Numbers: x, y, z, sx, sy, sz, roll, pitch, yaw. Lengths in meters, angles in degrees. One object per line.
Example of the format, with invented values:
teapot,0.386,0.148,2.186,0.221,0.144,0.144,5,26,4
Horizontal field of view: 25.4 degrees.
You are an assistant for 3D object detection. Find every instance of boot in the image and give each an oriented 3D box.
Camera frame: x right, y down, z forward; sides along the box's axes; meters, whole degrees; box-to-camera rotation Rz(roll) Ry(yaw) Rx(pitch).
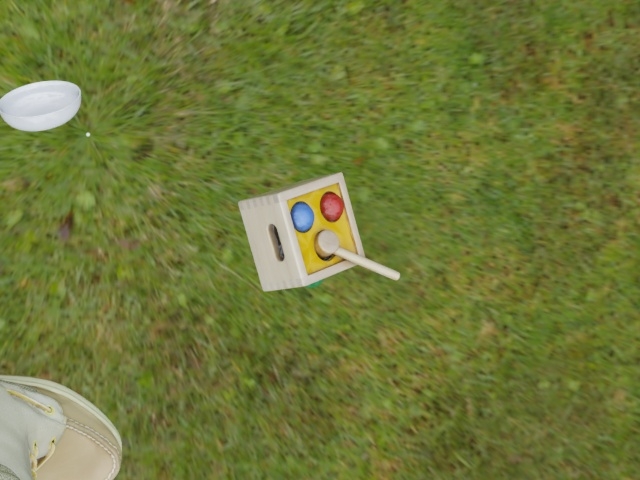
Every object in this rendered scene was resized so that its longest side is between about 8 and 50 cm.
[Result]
boot,-0.191,0.146,0.877,0.213,0.165,0.077,32,100,-40

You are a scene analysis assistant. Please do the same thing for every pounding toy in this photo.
pounding toy,0.000,0.000,1.651,0.130,0.100,0.141,-21,98,-44

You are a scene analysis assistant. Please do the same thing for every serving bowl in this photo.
serving bowl,-0.278,-0.130,1.419,0.083,0.083,0.027,-13,121,-8
